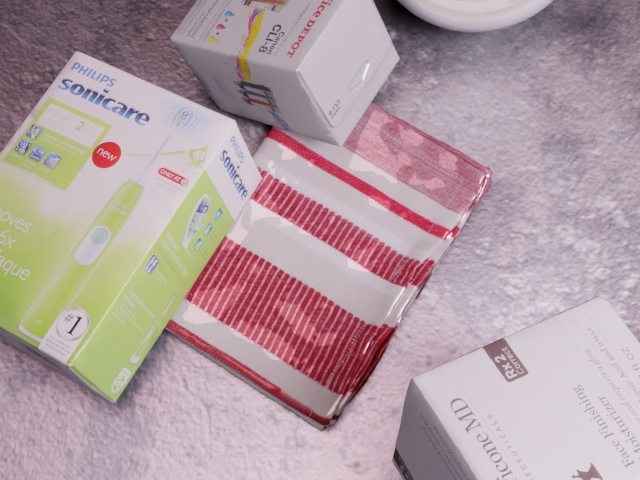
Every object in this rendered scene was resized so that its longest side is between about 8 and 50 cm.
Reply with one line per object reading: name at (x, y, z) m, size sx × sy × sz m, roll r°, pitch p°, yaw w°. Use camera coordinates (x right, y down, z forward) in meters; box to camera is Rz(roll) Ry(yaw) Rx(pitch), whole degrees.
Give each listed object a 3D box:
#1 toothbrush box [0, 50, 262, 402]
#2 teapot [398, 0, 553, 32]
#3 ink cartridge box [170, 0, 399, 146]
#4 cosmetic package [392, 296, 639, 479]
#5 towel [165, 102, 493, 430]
toothbrush box at (-0.225, -0.017, 1.062) m, size 0.206 × 0.122 × 0.283 m, roll 26°, pitch 71°, yaw 21°
teapot at (0.174, -0.345, 1.155) m, size 0.252 × 0.187 × 0.256 m, roll -26°, pitch 97°, yaw 12°
ink cartridge box at (-0.034, -0.200, 1.103) m, size 0.176 × 0.127 × 0.128 m, roll 20°, pitch 69°, yaw 33°
cosmetic package at (0.177, 0.170, 0.850) m, size 0.183 × 0.151 × 0.151 m, roll -21°, pitch 56°, yaw -19°
towel at (0.000, 0.000, 1.105) m, size 0.237 × 0.037 × 0.329 m, roll 30°, pitch 74°, yaw 13°
